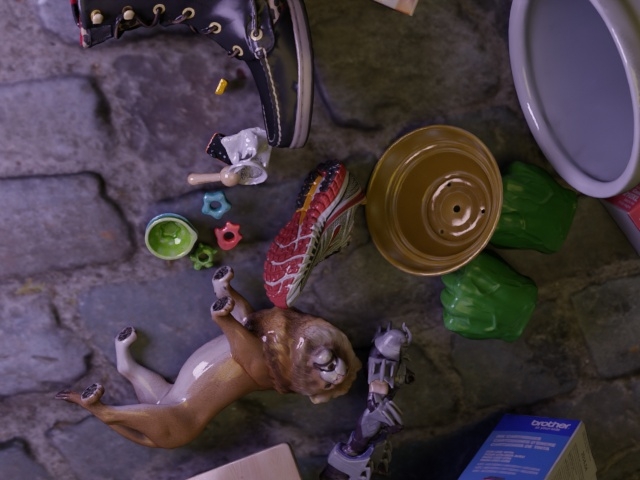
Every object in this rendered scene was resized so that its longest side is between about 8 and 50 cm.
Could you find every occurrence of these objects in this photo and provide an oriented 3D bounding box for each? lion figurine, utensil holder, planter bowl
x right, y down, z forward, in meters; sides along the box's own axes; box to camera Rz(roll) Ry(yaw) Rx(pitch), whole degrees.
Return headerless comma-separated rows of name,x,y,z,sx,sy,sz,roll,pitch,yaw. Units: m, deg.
lion figurine,-0.153,0.198,1.685,0.392,0.142,0.240,-29,122,8
utensil holder,0.508,-0.267,1.632,0.385,0.327,0.327,-18,112,-13
planter bowl,0.179,-0.051,1.692,0.090,0.217,0.217,13,105,-56

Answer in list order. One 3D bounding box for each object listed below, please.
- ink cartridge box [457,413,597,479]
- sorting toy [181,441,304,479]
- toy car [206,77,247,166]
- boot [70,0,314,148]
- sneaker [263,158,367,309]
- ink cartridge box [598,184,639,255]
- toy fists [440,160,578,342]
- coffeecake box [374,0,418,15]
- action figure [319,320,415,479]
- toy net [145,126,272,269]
ink cartridge box,0.317,0.450,1.802,0.395,0.151,0.270,-40,121,-44
sorting toy,-0.116,0.456,1.739,0.255,0.089,0.257,-21,86,6
toy car,-0.118,-0.161,1.614,0.060,0.040,0.122,11,106,1
boot,-0.166,-0.284,1.499,0.284,0.138,0.377,-12,102,-14
sneaker,0.000,0.000,1.651,0.093,0.088,0.225,39,69,-30
ink cartridge box,0.581,-0.076,1.834,0.237,0.100,0.172,-42,115,-1
toy fists,0.267,0.016,1.769,0.142,0.096,0.279,19,99,-30
coffeecake box,0.061,-0.402,1.580,0.185,0.068,0.142,19,100,-22
action figure,0.088,0.242,1.751,0.099,0.185,0.285,21,118,10
toy net,-0.132,-0.052,1.611,0.122,0.045,0.232,37,111,-21
